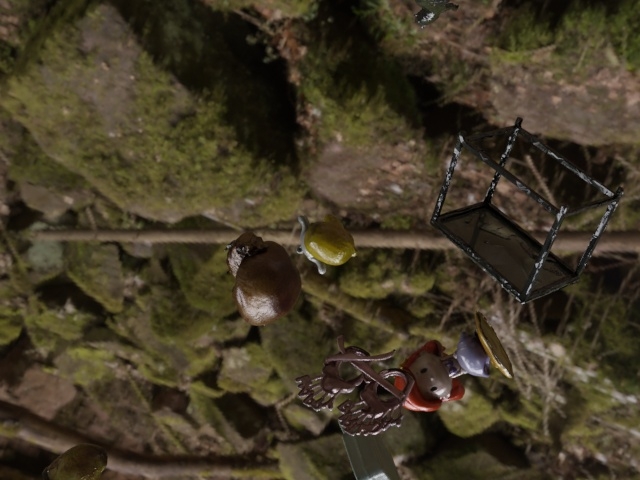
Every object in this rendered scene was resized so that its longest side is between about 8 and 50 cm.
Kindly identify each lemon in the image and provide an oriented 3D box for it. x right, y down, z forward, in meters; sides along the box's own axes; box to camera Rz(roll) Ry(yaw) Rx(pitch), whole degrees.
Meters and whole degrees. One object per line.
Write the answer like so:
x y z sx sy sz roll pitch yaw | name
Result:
0.021 0.007 1.539 0.110 0.082 0.082 28 178 2 | lemon

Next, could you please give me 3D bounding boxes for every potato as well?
-0.469 0.431 1.503 0.096 0.103 0.066 38 176 26 | potato

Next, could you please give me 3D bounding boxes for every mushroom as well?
-0.166 0.109 2.286 0.195 0.263 0.283 -12 120 34 | mushroom

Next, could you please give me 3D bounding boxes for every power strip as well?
0.158 0.588 2.210 0.229 0.141 0.261 57 -172 -43 | power strip

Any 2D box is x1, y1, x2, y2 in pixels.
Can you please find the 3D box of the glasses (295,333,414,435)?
0.059 0.259 1.422 0.255 0.162 0.095 18 149 47 | glasses

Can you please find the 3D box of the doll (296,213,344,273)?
0.003 0.007 1.690 0.113 0.135 0.071 0 161 10 | doll

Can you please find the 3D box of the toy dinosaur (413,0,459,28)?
0.172 -0.415 1.402 0.087 0.179 0.187 50 173 25 | toy dinosaur

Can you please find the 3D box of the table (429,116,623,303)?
0.477 -0.079 1.860 0.222 0.272 0.335 -16 -135 -34 | table

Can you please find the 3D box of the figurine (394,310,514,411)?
0.307 0.303 1.854 0.181 0.257 0.208 53 -161 -23 | figurine
